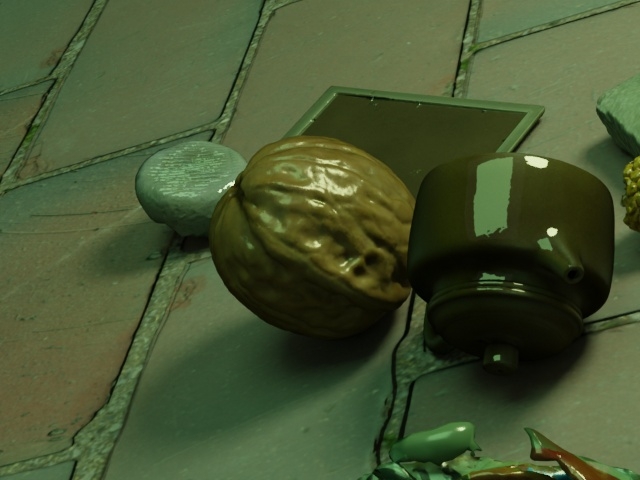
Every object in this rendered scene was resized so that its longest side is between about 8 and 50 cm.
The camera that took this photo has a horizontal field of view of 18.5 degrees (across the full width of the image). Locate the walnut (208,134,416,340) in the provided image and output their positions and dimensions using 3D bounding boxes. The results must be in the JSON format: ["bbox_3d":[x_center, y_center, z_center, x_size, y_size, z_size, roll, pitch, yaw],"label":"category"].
[{"bbox_3d":[0.000,0.000,1.919,0.213,0.213,0.213,-20,28,11],"label":"walnut"}]

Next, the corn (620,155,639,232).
[{"bbox_3d":[0.417,-0.084,1.839,0.293,0.106,0.106,-23,27,10],"label":"corn"}]

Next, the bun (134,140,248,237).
[{"bbox_3d":[-0.144,-0.055,2.264,0.140,0.083,0.141,-2,38,2],"label":"bun"}]

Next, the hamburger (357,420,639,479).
[{"bbox_3d":[0.136,0.269,1.418,0.276,0.150,0.260,23,67,27],"label":"hamburger"}]

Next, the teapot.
[{"bbox_3d":[0.162,0.039,1.768,0.267,0.185,0.175,-38,38,58],"label":"teapot"}]

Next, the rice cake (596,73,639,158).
[{"bbox_3d":[0.339,-0.106,1.976,0.069,0.063,0.206,-27,27,1],"label":"rice cake"}]

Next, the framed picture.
[{"bbox_3d":[0.074,-0.092,2.184,0.296,0.019,0.232,9,43,36],"label":"framed picture"}]
